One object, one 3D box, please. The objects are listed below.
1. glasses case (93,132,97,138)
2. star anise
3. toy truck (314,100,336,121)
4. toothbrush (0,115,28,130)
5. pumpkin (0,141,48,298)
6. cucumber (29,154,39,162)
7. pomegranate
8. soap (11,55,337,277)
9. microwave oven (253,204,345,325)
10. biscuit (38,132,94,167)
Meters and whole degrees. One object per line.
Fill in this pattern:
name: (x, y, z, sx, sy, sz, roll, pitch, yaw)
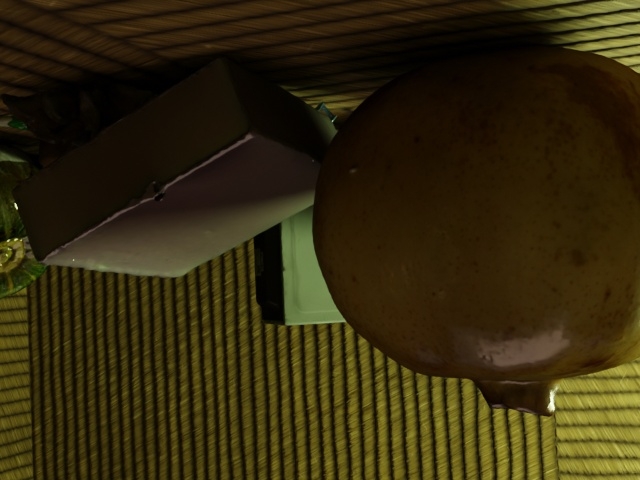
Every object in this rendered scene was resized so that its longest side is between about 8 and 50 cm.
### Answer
glasses case: (-0.191, -0.129, 1.264, 0.191, 0.072, 0.042, -3, 171, -6)
star anise: (-0.257, -0.137, 1.129, 0.182, 0.065, 0.195, -3, 179, 9)
toy truck: (-0.041, -0.137, 1.298, 0.136, 0.063, 0.074, -41, -156, 14)
toothbrush: (-0.354, -0.149, 1.240, 0.304, 0.030, 0.030, -6, 176, 12)
pumpkin: (-0.503, -0.030, 1.461, 0.189, 0.260, 0.260, 44, -156, 29)
cucumber: (-0.484, -0.109, 1.566, 0.250, 0.056, 0.056, 1, 176, -25)
pomegranate: (0.192, -0.009, 1.043, 0.417, 0.416, 0.416, -3, 177, 0)
soap: (-0.142, -0.063, 1.141, 0.296, 0.107, 0.285, -27, 163, 17)
microwave oven: (0.000, 0.000, 1.800, 0.238, 0.295, 0.181, -2, 178, -18)
biscuit: (-0.216, -0.125, 1.476, 0.359, 0.074, 0.381, -1, 174, 0)
